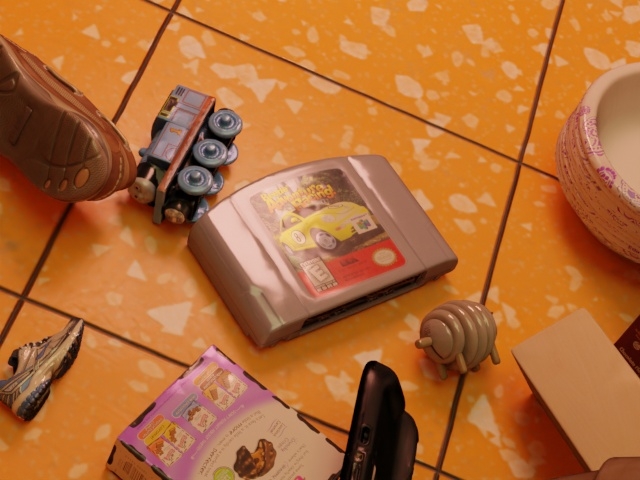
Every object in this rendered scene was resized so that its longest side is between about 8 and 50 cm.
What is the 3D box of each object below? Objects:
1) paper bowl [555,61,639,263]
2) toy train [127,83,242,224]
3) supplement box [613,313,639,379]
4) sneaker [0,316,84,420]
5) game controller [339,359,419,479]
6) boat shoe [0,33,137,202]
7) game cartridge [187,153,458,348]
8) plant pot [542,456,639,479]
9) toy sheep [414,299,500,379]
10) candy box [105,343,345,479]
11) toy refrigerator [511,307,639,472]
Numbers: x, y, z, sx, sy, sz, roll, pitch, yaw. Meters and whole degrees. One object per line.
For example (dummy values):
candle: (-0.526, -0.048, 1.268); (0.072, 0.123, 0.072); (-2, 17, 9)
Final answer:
paper bowl: (0.440, -0.081, 1.968); (0.284, 0.148, 0.284); (11, 53, -14)
toy train: (-0.162, -0.098, 1.800); (0.105, 0.080, 0.184); (20, 52, 6)
supplement box: (0.485, 0.100, 1.822); (0.194, 0.191, 0.129); (-25, 67, -34)
sneaker: (-0.297, 0.124, 1.599); (0.058, 0.052, 0.135); (28, 50, 6)
game controller: (0.043, 0.281, 1.541); (0.067, 0.166, 0.319); (-4, 48, 19)
boat shoe: (-0.337, -0.149, 1.759); (0.324, 0.123, 0.116); (45, 18, 24)
game cartridge: (0.000, 0.000, 1.804); (0.294, 0.060, 0.196); (-21, 61, -32)
plant pot: (0.199, 0.362, 1.448); (0.280, 0.323, 0.323); (-1, 47, 22)
toy sheep: (0.159, 0.112, 1.760); (0.132, 0.091, 0.091); (-8, 57, -48)
candy box: (-0.095, 0.232, 1.583); (0.196, 0.070, 0.165); (39, 51, 10)
toy refrigerator: (0.320, 0.203, 1.671); (0.102, 0.094, 0.269); (-31, 39, 0)
